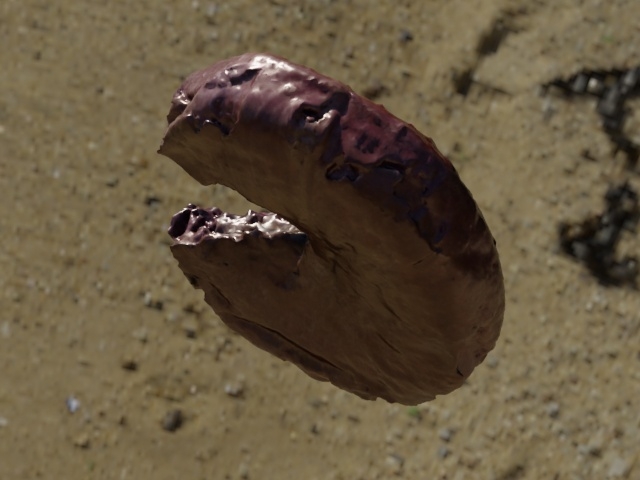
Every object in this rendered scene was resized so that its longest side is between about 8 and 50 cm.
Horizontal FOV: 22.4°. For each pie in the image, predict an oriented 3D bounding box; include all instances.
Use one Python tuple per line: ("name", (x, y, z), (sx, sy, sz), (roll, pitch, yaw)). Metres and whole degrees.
("pie", (0.000, 0.000, 0.839), (0.204, 0.218, 0.054), (19, 52, 30))
